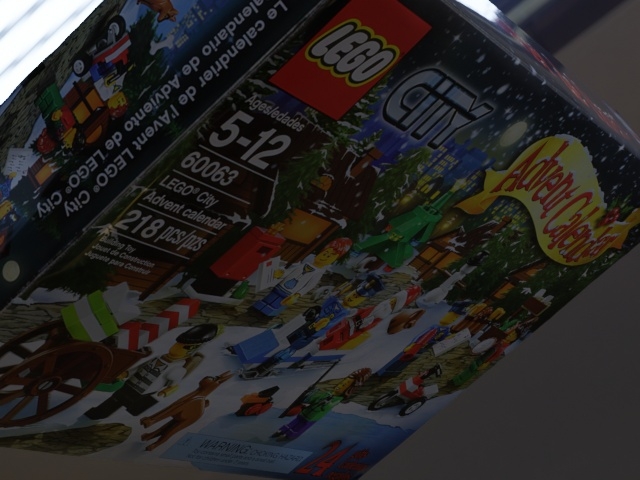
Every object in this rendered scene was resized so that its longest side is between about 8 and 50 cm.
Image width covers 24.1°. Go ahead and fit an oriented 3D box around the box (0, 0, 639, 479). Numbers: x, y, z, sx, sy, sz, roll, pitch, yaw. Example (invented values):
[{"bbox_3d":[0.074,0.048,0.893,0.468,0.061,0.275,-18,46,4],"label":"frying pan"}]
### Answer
[{"bbox_3d":[0.000,0.000,0.424,0.159,0.233,0.044,-42,-118,15],"label":"box"}]
